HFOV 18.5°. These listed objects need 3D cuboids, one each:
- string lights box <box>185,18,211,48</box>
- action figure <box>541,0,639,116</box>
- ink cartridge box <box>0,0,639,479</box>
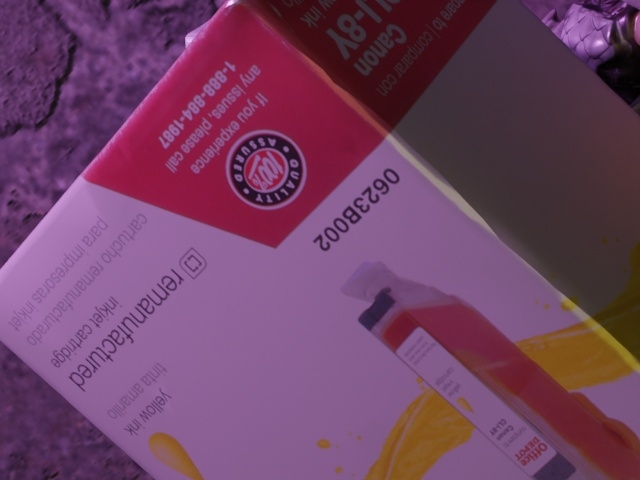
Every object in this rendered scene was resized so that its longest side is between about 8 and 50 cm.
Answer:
[{"bbox_3d":[0.000,0.000,1.156,0.133,0.077,0.260,-1,103,9],"label":"string lights box"},{"bbox_3d":[0.170,-0.052,1.074,0.099,0.185,0.285,-14,109,2],"label":"action figure"},{"bbox_3d":[0.061,0.056,0.990,0.384,0.160,0.279,42,130,-4],"label":"ink cartridge box"}]
